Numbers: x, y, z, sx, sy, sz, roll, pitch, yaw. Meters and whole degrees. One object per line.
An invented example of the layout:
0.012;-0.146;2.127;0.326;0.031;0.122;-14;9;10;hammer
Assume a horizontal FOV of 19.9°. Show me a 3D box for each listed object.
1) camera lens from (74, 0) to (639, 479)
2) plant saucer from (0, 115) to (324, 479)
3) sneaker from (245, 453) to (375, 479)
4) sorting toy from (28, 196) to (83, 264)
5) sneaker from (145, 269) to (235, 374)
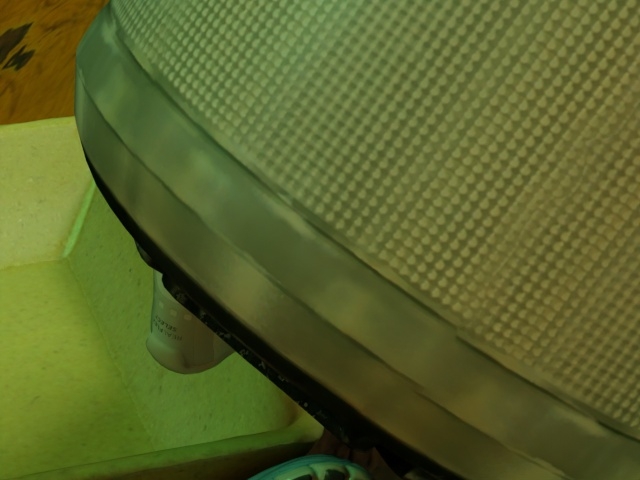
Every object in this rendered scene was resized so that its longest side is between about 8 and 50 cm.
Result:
0.083;-0.076;0.489;0.274;0.219;0.219;-54;23;13;camera lens
-0.201;0.058;0.746;0.333;0.081;0.333;-8;26;-16;plant saucer
-0.042;0.129;0.617;0.162;0.063;0.073;-36;8;5;sneaker
-0.147;0.024;0.937;0.083;0.045;0.075;-54;20;-21;sorting toy
0.000;0.000;0.676;0.071;0.083;0.191;34;32;30;sneaker
